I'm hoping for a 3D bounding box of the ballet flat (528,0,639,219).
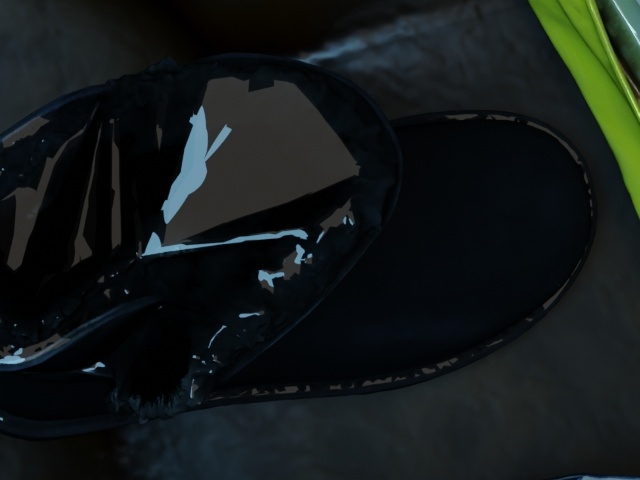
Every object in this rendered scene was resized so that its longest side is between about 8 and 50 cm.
[{"bbox_3d":[0.146,-0.037,0.698,0.077,0.077,0.231,-31,87,-15],"label":"ballet flat"}]

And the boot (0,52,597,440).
[{"bbox_3d":[0.000,0.000,0.598,0.246,0.207,0.094,-14,83,-13],"label":"boot"}]

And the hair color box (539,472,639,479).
[{"bbox_3d":[0.148,0.255,0.632,0.174,0.105,0.347,4,79,-10],"label":"hair color box"}]
